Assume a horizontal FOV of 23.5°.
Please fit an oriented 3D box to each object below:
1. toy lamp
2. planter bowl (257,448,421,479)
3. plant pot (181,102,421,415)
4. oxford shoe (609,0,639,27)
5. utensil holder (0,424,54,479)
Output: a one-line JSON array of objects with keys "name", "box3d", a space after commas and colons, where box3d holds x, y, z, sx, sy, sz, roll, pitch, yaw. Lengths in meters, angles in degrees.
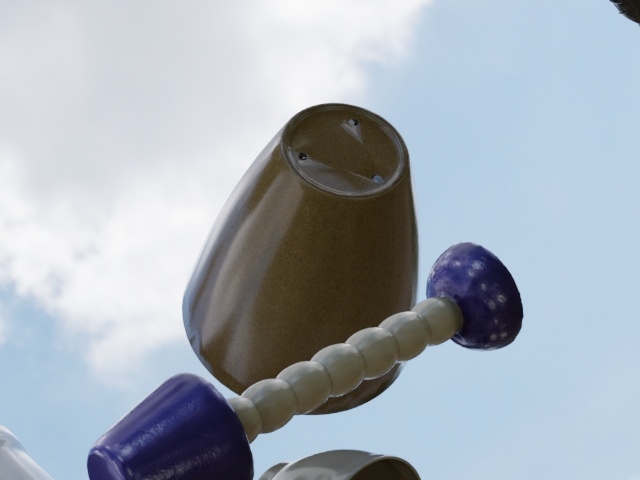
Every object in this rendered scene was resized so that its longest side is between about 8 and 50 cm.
[{"name": "toy lamp", "box3d": [-0.004, 0.079, 0.859, 0.275, 0.080, 0.080, -27, -41, -33]}, {"name": "planter bowl", "box3d": [0.000, 0.248, 1.312, 0.162, 0.109, 0.162, -20, -64, -47]}, {"name": "plant pot", "box3d": [0.000, 0.000, 1.456, 0.237, 0.237, 0.254, -29, -27, -30]}, {"name": "oxford shoe", "box3d": [0.300, -0.230, 1.404, 0.083, 0.096, 0.227, -68, -26, -57]}, {"name": "utensil holder", "box3d": [-0.328, 0.440, 1.668, 0.327, 0.385, 0.327, -44, -21, -22]}]
